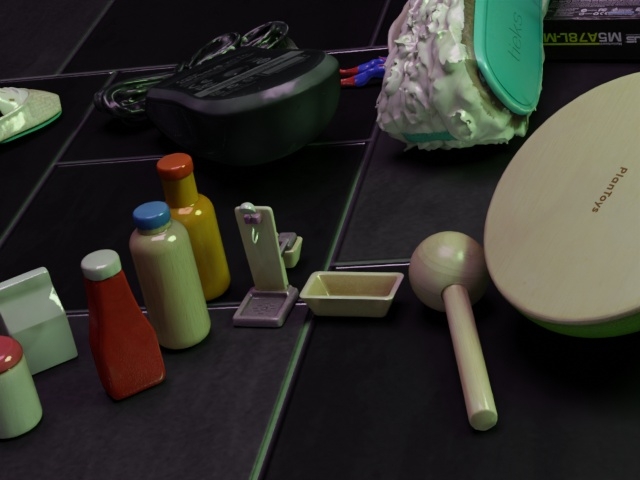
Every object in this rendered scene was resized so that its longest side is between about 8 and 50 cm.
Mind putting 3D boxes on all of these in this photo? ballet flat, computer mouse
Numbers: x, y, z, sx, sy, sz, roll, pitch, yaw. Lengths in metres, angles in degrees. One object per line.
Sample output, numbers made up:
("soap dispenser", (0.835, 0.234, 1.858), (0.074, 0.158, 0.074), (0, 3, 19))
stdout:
("ballet flat", (0.124, -0.232, 1.330), (0.147, 0.147, 0.409), (1, 48, 21))
("computer mouse", (-0.061, -0.111, 1.327), (0.188, 0.072, 0.272), (-24, 19, -17))
("ballet flat", (-0.295, -0.104, 1.405), (0.168, 0.052, 0.057), (-31, 34, -32))

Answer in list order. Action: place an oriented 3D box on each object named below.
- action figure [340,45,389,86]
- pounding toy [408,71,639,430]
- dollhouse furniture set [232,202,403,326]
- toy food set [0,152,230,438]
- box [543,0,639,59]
("action figure", (0.063, -0.149, 1.383), (0.115, 0.030, 0.038), (-2, 25, 13))
("pounding toy", (0.185, 0.015, 1.002), (0.237, 0.110, 0.183), (-37, 38, 13))
("dollhouse furniture set", (0.000, 0.000, 1.085), (0.114, 0.081, 0.091), (1, 31, 21))
("toy food set", (-0.160, 0.037, 1.053), (0.232, 0.104, 0.111), (-22, 31, -18))
("box", (0.228, -0.213, 1.421), (0.191, 0.045, 0.184), (2, 30, 25))
